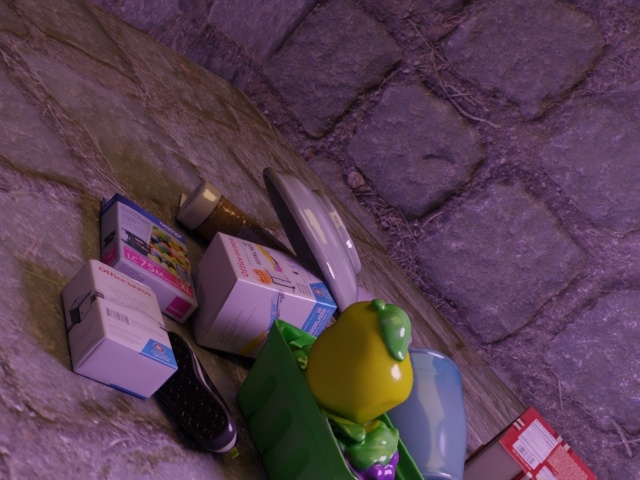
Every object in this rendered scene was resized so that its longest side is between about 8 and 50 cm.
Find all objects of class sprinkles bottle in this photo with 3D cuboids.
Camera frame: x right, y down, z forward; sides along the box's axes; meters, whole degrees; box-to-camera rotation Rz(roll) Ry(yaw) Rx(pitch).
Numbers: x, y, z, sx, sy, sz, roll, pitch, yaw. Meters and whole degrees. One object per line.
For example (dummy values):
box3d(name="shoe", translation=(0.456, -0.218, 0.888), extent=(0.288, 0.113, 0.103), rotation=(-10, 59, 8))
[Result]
box3d(name="sprinkles bottle", translation=(-0.186, 0.007, 1.938), extent=(0.355, 0.121, 0.121), rotation=(40, 13, -19))

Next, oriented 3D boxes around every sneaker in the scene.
box3d(name="sneaker", translation=(-0.205, 0.254, 1.253), extent=(0.235, 0.084, 0.097), rotation=(53, -9, 30))

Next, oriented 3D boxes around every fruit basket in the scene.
box3d(name="fruit basket", translation=(0.056, 0.265, 1.323), extent=(0.283, 0.392, 0.392), rotation=(32, 17, -42))

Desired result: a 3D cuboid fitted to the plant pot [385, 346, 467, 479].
box3d(name="plant pot", translation=(0.167, 0.393, 1.534), extent=(0.271, 0.271, 0.255), rotation=(36, 32, -33))

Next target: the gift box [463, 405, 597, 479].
box3d(name="gift box", translation=(0.419, 0.562, 1.765), extent=(0.276, 0.258, 0.255), rotation=(-12, 57, -51))

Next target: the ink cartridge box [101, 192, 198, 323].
box3d(name="ink cartridge box", translation=(-0.346, 0.018, 1.555), extent=(0.185, 0.065, 0.311), rotation=(37, 13, -31))

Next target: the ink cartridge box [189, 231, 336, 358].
box3d(name="ink cartridge box", translation=(-0.126, 0.119, 1.556), extent=(0.232, 0.168, 0.171), rotation=(18, 24, -31))

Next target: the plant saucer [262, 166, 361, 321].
box3d(name="plant saucer", translation=(0.000, 0.000, 1.760), extent=(0.400, 0.100, 0.400), rotation=(61, -6, 12))

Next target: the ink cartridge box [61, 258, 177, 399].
box3d(name="ink cartridge box", translation=(-0.315, 0.136, 1.216), extent=(0.139, 0.082, 0.191), rotation=(34, 15, -39))

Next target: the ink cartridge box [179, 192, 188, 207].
box3d(name="ink cartridge box", translation=(-0.268, -0.065, 2.028), extent=(0.198, 0.067, 0.115), rotation=(39, 13, -20))

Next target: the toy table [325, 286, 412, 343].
box3d(name="toy table", translation=(0.101, 0.239, 1.919), extent=(0.252, 0.161, 0.274), rotation=(30, 10, -15))

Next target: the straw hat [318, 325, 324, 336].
box3d(name="straw hat", translation=(-0.010, 0.214, 1.611), extent=(0.061, 0.144, 0.144), rotation=(18, 25, -31))
